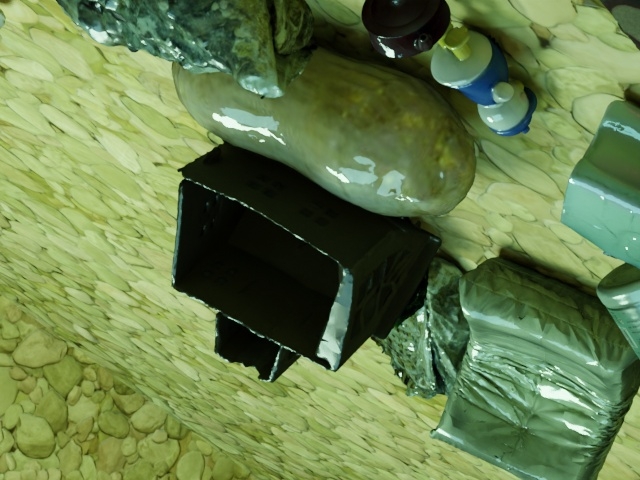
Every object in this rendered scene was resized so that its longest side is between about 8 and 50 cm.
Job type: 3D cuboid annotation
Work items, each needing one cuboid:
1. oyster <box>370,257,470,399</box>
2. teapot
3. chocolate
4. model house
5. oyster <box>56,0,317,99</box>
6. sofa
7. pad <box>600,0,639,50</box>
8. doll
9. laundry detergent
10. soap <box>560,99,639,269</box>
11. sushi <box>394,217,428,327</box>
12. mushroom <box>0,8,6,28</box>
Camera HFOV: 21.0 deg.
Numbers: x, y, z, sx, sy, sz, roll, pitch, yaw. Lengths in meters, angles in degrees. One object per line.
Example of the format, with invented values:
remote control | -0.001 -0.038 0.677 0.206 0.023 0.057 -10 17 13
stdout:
oyster | 0.122 0.097 2.052 0.198 0.112 0.268 56 165 -13
teapot | 0.064 -0.183 1.357 0.100 0.068 0.045 60 -179 37
chocolate | 0.005 -0.115 1.553 0.309 0.134 0.134 26 164 21
model house | 0.000 0.000 1.671 0.211 0.243 0.204 27 130 19
oyster | -0.122 -0.213 1.454 0.162 0.158 0.351 11 -160 -47
sofa | 0.232 0.150 1.866 0.210 0.176 0.225 25 164 15
pad | 0.303 -0.133 1.201 0.220 0.004 0.330 9 154 50
doll | 0.135 -0.128 1.412 0.143 0.057 0.099 44 180 -42
laundry detergent | 0.352 0.119 1.622 0.099 0.070 0.225 -22 105 46
soap | 0.316 -0.009 1.391 0.230 0.091 0.145 27 167 13
sushi | 0.019 0.003 1.863 0.225 0.124 0.127 44 162 -23
mushroom | -0.448 -0.289 1.872 0.225 0.093 0.116 42 139 -12
